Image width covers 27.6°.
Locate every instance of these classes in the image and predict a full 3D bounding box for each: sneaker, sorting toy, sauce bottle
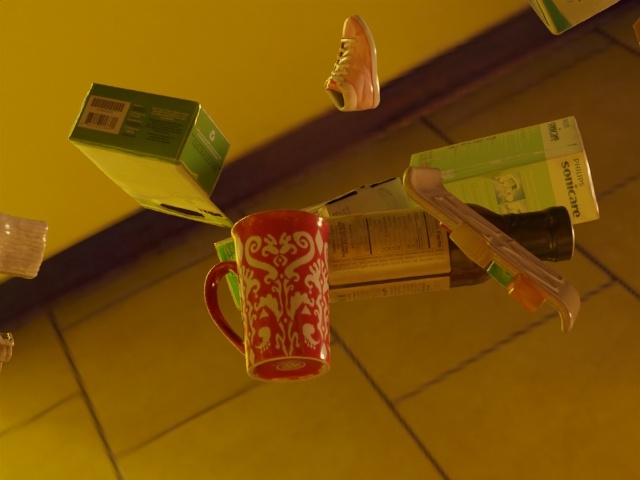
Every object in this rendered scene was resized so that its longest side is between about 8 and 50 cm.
[{"bbox_3d":[0.039,-0.243,1.813,0.070,0.134,0.051,-17,16,-28],"label":"sneaker"},{"bbox_3d":[0.171,0.012,1.341,0.041,0.229,0.307,-50,-9,11],"label":"sorting toy"},{"bbox_3d":[0.141,0.011,1.636,0.344,0.111,0.111,-5,34,-2],"label":"sauce bottle"}]

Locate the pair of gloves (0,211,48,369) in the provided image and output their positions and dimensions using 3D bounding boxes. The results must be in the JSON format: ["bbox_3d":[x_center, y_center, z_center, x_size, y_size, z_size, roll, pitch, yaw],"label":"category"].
[{"bbox_3d":[-0.433,0.066,1.524,0.042,0.204,0.240,15,84,51],"label":"pair of gloves"}]

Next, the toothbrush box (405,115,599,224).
[{"bbox_3d":[0.290,-0.089,2.100,0.283,0.122,0.206,-14,18,11],"label":"toothbrush box"}]

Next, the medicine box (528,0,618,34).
[{"bbox_3d":[0.145,-0.354,0.992,0.149,0.263,0.289,-31,53,10],"label":"medicine box"}]

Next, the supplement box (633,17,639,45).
[{"bbox_3d":[0.474,-0.304,1.526,0.239,0.073,0.130,-55,14,29],"label":"supplement box"}]

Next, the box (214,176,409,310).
[{"bbox_3d":[0.000,0.000,2.143,0.231,0.127,0.262,-18,2,31],"label":"box"}]

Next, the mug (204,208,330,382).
[{"bbox_3d":[-0.049,0.072,1.461,0.150,0.113,0.169,-35,52,49],"label":"mug"}]

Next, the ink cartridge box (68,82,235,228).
[{"bbox_3d":[-0.227,-0.120,1.942,0.188,0.255,0.097,13,72,24],"label":"ink cartridge box"}]
